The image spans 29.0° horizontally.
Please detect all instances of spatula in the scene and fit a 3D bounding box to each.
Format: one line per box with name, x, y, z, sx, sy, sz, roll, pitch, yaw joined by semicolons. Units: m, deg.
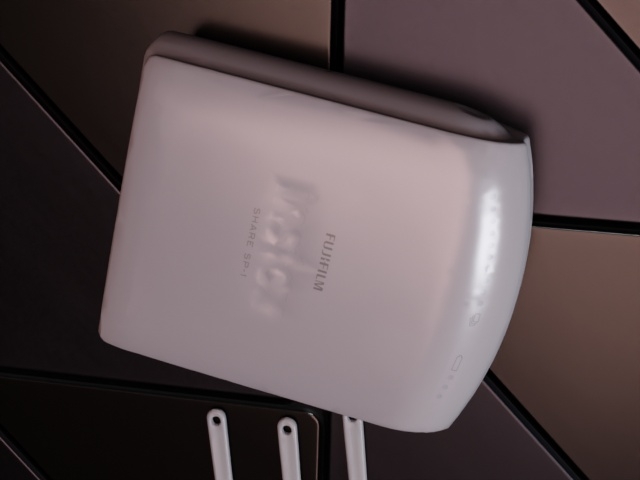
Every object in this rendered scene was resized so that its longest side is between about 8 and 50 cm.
spatula;-0.024;0.256;1.062;0.168;0.019;0.242;-2;105;14

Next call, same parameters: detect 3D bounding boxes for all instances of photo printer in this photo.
photo printer;0.000;0.000;0.938;0.307;0.107;0.256;16;108;8
